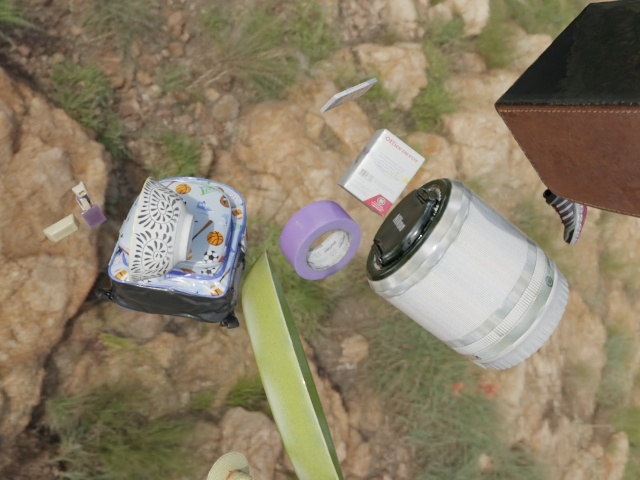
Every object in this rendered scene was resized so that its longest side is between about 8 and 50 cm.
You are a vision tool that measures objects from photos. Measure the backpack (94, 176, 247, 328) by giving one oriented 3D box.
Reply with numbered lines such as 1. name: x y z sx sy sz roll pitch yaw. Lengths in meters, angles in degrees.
1. backpack: -0.258 0.001 1.514 0.276 0.213 0.263 13 48 -2

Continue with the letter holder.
1. letter holder: 0.335 -0.077 0.658 0.152 0.301 0.214 -46 117 -15

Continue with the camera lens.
1. camera lens: 0.228 0.051 1.287 0.274 0.219 0.219 36 53 -14

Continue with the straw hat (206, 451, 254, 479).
1. straw hat: -0.173 0.516 1.688 0.144 0.061 0.145 -9 101 -55

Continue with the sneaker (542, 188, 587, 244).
1. sneaker: 0.442 -0.069 1.459 0.063 0.074 0.171 -55 144 -45

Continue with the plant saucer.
1. plant saucer: -0.028 0.128 0.743 0.241 0.037 0.241 161 -90 -88

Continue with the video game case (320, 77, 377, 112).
1. video game case: 0.064 -0.333 1.847 0.122 0.087 0.011 -28 88 -26

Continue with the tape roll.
1. tape roll: 0.000 0.000 1.959 0.189 0.189 0.080 15 27 -45

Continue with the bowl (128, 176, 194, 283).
1. bowl: -0.244 -0.009 1.264 0.080 0.170 0.170 10 67 -4

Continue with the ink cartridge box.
1. ink cartridge box: 0.148 -0.170 1.988 0.128 0.127 0.176 37 92 -9

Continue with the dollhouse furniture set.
1. dollhouse furniture set: -0.496 -0.063 1.563 0.114 0.081 0.091 -32 133 -10
